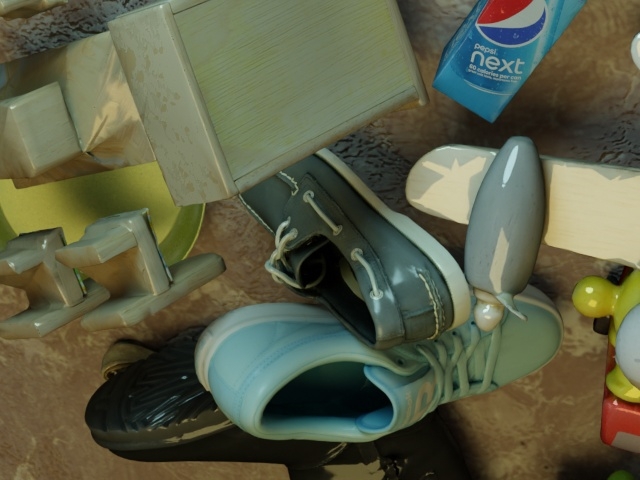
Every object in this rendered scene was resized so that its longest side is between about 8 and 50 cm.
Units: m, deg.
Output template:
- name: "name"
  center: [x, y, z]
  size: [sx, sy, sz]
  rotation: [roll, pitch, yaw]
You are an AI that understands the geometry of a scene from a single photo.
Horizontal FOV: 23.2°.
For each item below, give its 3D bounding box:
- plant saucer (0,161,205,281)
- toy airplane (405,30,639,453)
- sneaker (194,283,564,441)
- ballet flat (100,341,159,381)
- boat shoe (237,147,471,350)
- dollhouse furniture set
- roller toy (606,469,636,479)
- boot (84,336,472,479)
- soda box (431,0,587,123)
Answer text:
- name: "plant saucer"
  center: [-0.233, -0.053, 1.558]
  size: [0.241, 0.037, 0.241]
  rotation: [1, 114, 2]
- name: "toy airplane"
  center: [0.317, 0.016, 1.322]
  size: [0.386, 0.272, 0.384]
  rotation: [-26, 112, 33]
- name: "sneaker"
  center: [0.076, 0.129, 1.445]
  size: [0.366, 0.150, 0.135]
  rotation: [-8, 122, -17]
- name: "ballet flat"
  center: [-0.161, 0.155, 1.716]
  size: [0.168, 0.052, 0.057]
  rotation: [10, 128, 10]
- name: "boat shoe"
  center: [0.000, 0.000, 1.422]
  size: [0.319, 0.099, 0.116]
  rotation: [37, 145, 42]
- name: "dollhouse furniture set"
  center: [-0.148, -0.135, 1.375]
  size: [0.394, 0.256, 0.362]
  rotation: [-7, 107, 46]
- name: "roller toy"
  center: [0.293, 0.353, 1.633]
  size: [0.146, 0.209, 0.191]
  rotation: [-1, 162, 19]
- name: "boot"
  center: [-0.005, 0.304, 1.687]
  size: [0.367, 0.146, 0.445]
  rotation: [-15, 120, 14]
- name: "soda box"
  center: [0.179, -0.204, 1.330]
  size: [0.067, 0.071, 0.210]
  rotation: [30, 129, -6]
